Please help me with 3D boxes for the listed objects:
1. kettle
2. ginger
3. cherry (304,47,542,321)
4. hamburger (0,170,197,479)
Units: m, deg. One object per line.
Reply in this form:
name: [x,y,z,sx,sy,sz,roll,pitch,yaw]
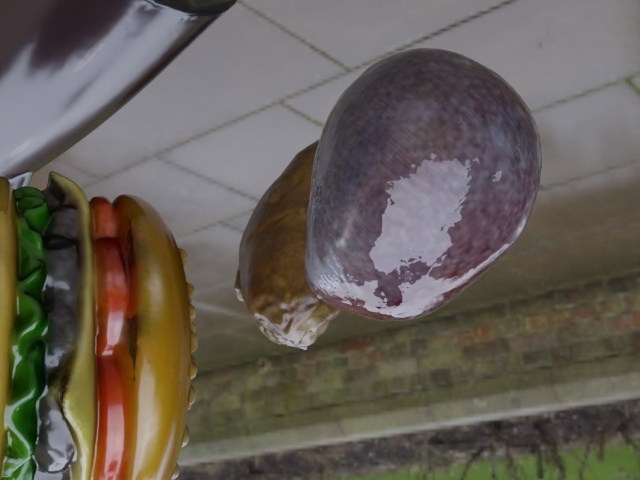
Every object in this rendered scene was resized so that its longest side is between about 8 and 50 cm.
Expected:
kettle: [-0.182,-0.129,0.527,0.232,0.202,0.144,-35,-178,32]
ginger: [0.000,0.000,1.105,0.172,0.321,0.165,-21,120,46]
cherry: [0.062,-0.032,0.617,0.140,0.176,0.176,19,160,3]
hamburger: [-0.115,0.053,0.413,0.115,0.162,0.162,6,159,-20]
